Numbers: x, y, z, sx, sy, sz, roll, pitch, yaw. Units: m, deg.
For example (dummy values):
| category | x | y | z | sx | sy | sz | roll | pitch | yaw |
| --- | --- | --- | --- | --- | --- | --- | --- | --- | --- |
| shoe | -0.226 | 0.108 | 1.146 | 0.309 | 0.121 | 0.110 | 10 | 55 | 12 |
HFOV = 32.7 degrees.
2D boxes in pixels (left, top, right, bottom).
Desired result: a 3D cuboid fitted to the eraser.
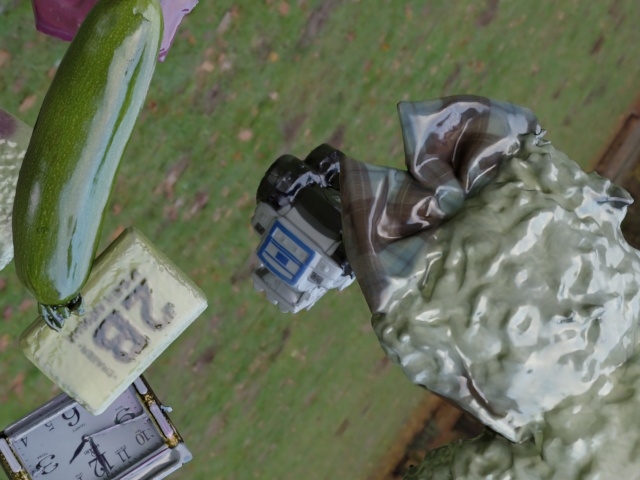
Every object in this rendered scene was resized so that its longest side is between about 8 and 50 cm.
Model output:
| category | x | y | z | sx | sy | sz | roll | pitch | yaw |
| --- | --- | --- | --- | --- | --- | --- | --- | --- | --- |
| eraser | -0.215 | 0.085 | 1.136 | 0.172 | 0.117 | 0.058 | -45 | -165 | -3 |

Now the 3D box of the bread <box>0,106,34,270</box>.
| category | x | y | z | sx | sy | sz | roll | pitch | yaw |
| --- | --- | --- | --- | --- | --- | --- | --- | --- | --- |
| bread | -0.500 | -0.124 | 1.417 | 0.187 | 0.338 | 0.155 | -57 | -171 | -12 |

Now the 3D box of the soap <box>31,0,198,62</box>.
| category | x | y | z | sx | sy | sz | roll | pitch | yaw |
| --- | --- | --- | --- | --- | --- | --- | --- | --- | --- |
| soap | -0.241 | -0.390 | 1.319 | 0.127 | 0.220 | 0.325 | 7 | 102 | -68 |

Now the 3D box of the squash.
| category | x | y | z | sx | sy | sz | roll | pitch | yaw |
| --- | --- | --- | --- | --- | --- | --- | --- | --- | --- |
| squash | -0.178 | -0.065 | 0.804 | 0.080 | 0.071 | 0.319 | -82 | -168 | -69 |

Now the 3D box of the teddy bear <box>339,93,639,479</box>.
| category | x | y | z | sx | sy | sz | roll | pitch | yaw |
| --- | --- | --- | --- | --- | --- | --- | --- | --- | --- |
| teddy bear | 0.185 | 0.105 | 0.860 | 0.327 | 0.362 | 0.375 | -41 | 156 | -6 |

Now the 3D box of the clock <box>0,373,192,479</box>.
| category | x | y | z | sx | sy | sz | roll | pitch | yaw |
| --- | --- | --- | --- | --- | --- | --- | --- | --- | --- |
| clock | -0.332 | 0.302 | 1.585 | 0.253 | 0.186 | 0.083 | -30 | 175 | -23 |

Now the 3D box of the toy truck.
| category | x | y | z | sx | sy | sz | roll | pitch | yaw |
| --- | --- | --- | --- | --- | --- | --- | --- | --- | --- |
| toy truck | 0.000 | 0.000 | 1.287 | 0.177 | 0.161 | 0.213 | -56 | 166 | 27 |
